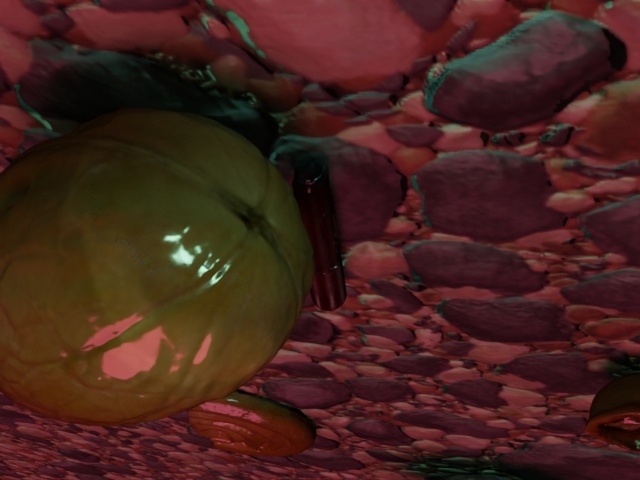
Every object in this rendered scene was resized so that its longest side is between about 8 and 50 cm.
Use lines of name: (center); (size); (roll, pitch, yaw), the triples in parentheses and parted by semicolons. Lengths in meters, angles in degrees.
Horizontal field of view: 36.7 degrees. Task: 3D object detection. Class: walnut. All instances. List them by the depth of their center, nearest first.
walnut: (-0.098, 0.014, 0.500); (0.165, 0.165, 0.197); (26, 150, -30)
walnut: (0.264, 0.126, 0.733); (0.121, 0.052, 0.091); (3, 154, 12)

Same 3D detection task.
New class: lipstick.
lipstick: (0.000, 0.001, 0.598); (0.027, 0.027, 0.176); (7, 156, 8)

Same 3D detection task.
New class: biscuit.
biscuit: (-0.077, 0.218, 1.109); (0.145, 0.033, 0.224); (10, 157, 4)

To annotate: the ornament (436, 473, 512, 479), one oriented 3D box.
ornament: (0.193, 0.401, 1.151); (0.259, 0.225, 0.259); (18, 139, 17)
